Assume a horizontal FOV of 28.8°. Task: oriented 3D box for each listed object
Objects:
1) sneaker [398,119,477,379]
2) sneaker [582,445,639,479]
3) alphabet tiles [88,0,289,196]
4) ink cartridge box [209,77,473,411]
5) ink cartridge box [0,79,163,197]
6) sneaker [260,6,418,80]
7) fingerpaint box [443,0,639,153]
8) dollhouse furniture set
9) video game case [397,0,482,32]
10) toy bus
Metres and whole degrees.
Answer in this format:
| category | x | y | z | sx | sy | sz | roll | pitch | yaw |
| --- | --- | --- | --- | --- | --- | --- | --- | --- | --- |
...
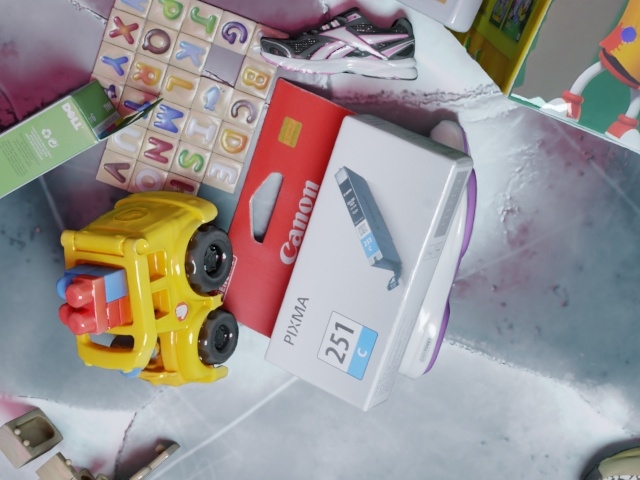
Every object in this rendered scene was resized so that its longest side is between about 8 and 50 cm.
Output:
| category | x | y | z | sx | sy | sz | roll | pitch | yaw |
| --- | --- | --- | --- | --- | --- | --- | --- | --- | --- |
| sneaker | 0.089 | 0.008 | 1.412 | 0.152 | 0.114 | 0.305 | 13 | 104 | 1 |
| sneaker | 0.493 | 0.387 | 1.471 | 0.410 | 0.182 | 0.158 | 30 | 104 | -6 |
| alphabet tiles | -0.167 | -0.159 | 1.427 | 0.198 | 0.009 | 0.237 | 20 | 105 | -4 |
| ink cartridge box | 0.000 | 0.000 | 1.378 | 0.261 | 0.066 | 0.296 | 25 | 107 | 23 |
| ink cartridge box | -0.287 | -0.122 | 1.380 | 0.209 | 0.109 | 0.062 | -27 | 102 | 13 |
| sneaker | 0.021 | -0.221 | 1.381 | 0.178 | 0.072 | 0.077 | 3 | 97 | -9 |
| fingerpaint box | 0.282 | -0.309 | 1.147 | 0.163 | 0.445 | 0.371 | 21 | 105 | -7 |
| dollhouse furniture set | -0.276 | 0.241 | 1.486 | 0.123 | 0.144 | 0.151 | -40 | 86 | 7 |
| video game case | 0.103 | -0.410 | 1.231 | 0.036 | 0.300 | 0.329 | 8 | 111 | -47 |
| toy bus | -0.206 | 0.076 | 1.370 | 0.149 | 0.211 | 0.220 | 6 | 110 | 30 |
